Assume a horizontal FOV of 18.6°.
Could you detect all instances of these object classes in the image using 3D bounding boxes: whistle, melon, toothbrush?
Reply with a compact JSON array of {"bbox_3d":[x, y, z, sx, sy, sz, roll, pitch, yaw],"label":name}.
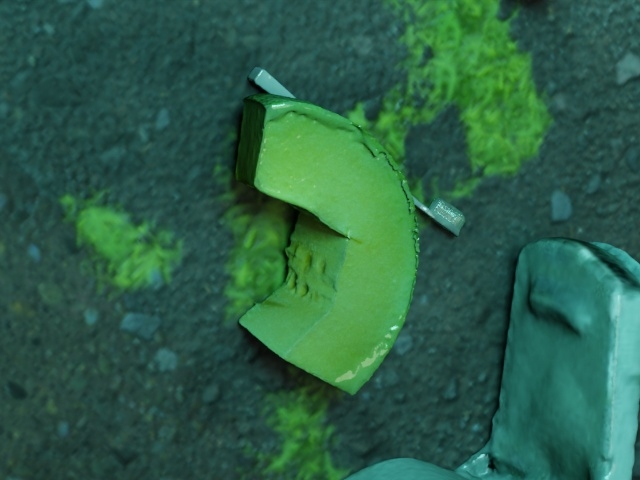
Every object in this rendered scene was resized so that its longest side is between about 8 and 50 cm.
[{"bbox_3d":[0.126,0.203,1.330,0.188,0.168,0.405,37,86,-26],"label":"whistle"},{"bbox_3d":[0.000,0.000,1.277,0.118,0.064,0.210,-5,112,-23],"label":"melon"},{"bbox_3d":[0.027,-0.057,1.309,0.194,0.014,0.017,34,88,-27],"label":"toothbrush"}]
